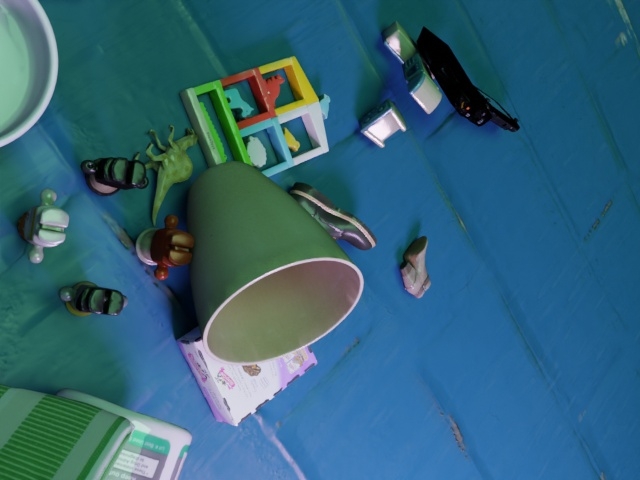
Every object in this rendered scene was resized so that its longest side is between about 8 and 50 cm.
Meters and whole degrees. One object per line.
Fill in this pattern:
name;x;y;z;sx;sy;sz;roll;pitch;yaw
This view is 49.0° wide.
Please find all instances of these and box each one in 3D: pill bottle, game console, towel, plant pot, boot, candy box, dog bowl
pill bottle;-0.330;0.402;0.950;0.204;0.204;0.360;31;68;-31
game console;0.339;-0.330;1.554;0.361;0.044;0.213;13;47;-53
towel;-0.409;0.256;0.808;0.247;0.325;0.038;-70;167;-61
plant pot;-0.108;0.013;1.112;0.257;0.256;0.274;0;47;-37
boot;0.000;0.000;1.325;0.198;0.077;0.137;33;72;-17
candy box;-0.123;0.192;1.208;0.196;0.070;0.164;-32;106;-35
dog bowl;-0.492;-0.243;0.919;0.265;0.104;0.264;-4;97;-34
boot;0.211;0.060;1.496;0.118;0.042;0.087;-51;121;-27

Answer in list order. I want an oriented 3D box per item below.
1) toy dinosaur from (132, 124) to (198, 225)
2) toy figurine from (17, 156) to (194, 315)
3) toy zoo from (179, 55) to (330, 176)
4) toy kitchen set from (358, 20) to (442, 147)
toy dinosaur;-0.253;-0.122;1.147;0.093;0.053;0.183;34;67;-32
toy figurine;-0.320;-0.006;1.037;0.209;0.148;0.213;-42;113;-25
toy zoo;-0.096;-0.221;1.288;0.293;0.030;0.192;-29;103;-36
toy kitchen set;0.140;-0.324;1.458;0.122;0.166;0.207;41;27;-28
